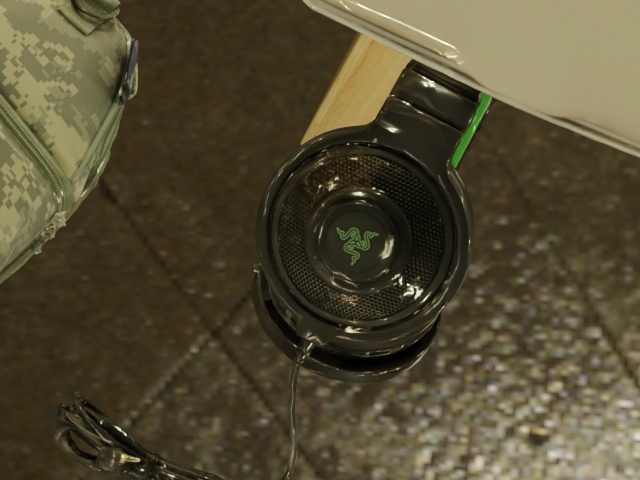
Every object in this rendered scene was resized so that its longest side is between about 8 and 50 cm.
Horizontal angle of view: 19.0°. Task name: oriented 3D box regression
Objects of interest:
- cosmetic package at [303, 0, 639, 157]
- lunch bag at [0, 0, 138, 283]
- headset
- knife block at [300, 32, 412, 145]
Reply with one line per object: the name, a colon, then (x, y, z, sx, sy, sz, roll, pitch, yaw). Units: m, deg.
cosmetic package: (0.071, -0.145, 0.678, 0.153, 0.296, 0.129, 23, 107, -15)
lunch bag: (-0.296, -0.060, 1.445, 0.212, 0.305, 0.256, 47, 42, -8)
headset: (0.000, 0.000, 1.210, 0.185, 0.243, 0.394, 28, 75, 5)
knife block: (0.079, -0.157, 1.443, 0.088, 0.242, 0.275, 28, 103, -3)
